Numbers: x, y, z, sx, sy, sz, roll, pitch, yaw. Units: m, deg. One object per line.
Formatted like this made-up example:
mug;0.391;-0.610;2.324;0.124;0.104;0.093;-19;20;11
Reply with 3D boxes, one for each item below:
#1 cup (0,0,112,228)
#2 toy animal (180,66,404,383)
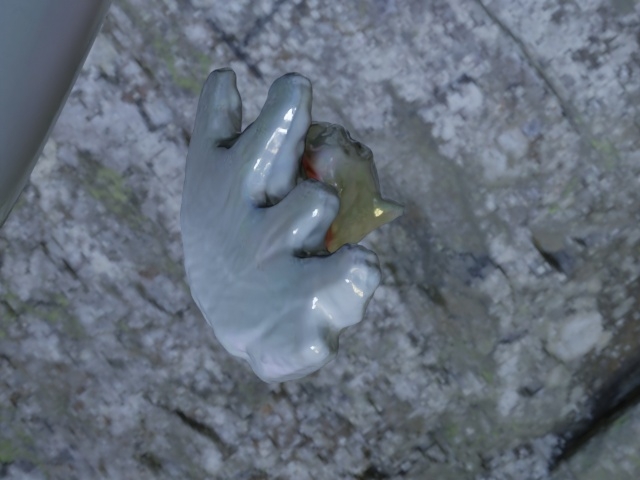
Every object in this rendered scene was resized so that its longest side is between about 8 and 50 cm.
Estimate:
cup;-0.261;-0.139;0.546;0.253;0.371;0.253;23;-179;-1
toy animal;0.000;0.000;0.826;0.188;0.266;0.308;29;168;-38
